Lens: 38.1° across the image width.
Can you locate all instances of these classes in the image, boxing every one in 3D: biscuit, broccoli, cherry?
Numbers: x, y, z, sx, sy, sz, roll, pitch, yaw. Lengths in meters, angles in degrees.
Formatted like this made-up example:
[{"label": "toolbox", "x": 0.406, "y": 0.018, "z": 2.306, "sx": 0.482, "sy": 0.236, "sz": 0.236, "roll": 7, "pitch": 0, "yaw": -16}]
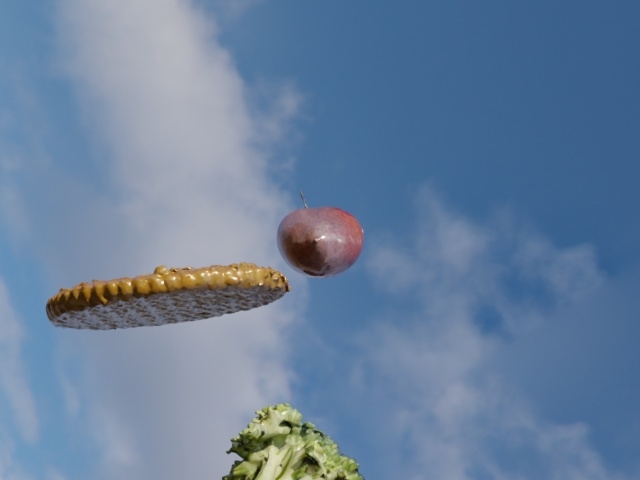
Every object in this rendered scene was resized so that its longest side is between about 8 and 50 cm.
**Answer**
[{"label": "biscuit", "x": -0.156, "y": 0.058, "z": 0.956, "sx": 0.254, "sy": 0.253, "sz": 0.035, "roll": -19, "pitch": -105, "yaw": 47}, {"label": "broccoli", "x": -0.054, "y": 0.388, "z": 1.401, "sx": 0.246, "sy": 0.243, "sz": 0.263, "roll": 9, "pitch": -86, "yaw": 39}, {"label": "cherry", "x": -0.005, "y": 0.004, "z": 1.120, "sx": 0.106, "sy": 0.126, "sz": 0.087, "roll": 7, "pitch": -66, "yaw": 17}]
